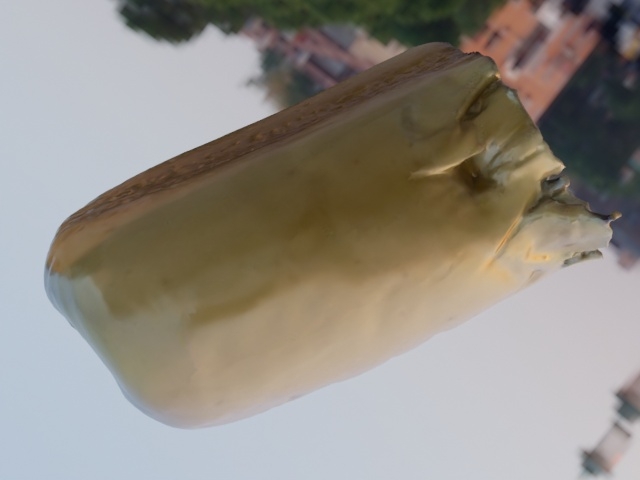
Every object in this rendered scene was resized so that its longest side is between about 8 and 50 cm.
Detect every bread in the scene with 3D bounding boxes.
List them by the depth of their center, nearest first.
[{"bbox_3d":[0.001,0.001,0.619,0.134,0.173,0.085,-117,3,-78],"label":"bread"}]
